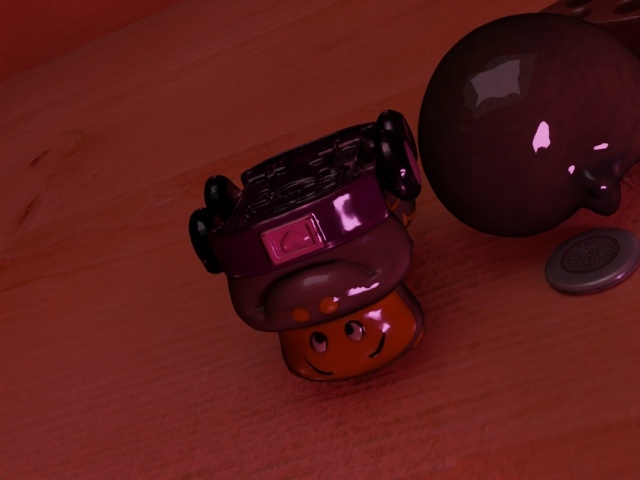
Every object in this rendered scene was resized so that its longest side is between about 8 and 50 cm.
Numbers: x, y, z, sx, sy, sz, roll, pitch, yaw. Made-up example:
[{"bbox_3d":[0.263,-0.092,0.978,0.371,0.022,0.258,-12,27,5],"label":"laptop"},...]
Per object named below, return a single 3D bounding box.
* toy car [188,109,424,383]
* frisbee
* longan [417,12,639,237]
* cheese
[{"bbox_3d":[0.014,0.007,1.195,0.271,0.240,0.340,-20,18,13],"label":"toy car"},{"bbox_3d":[0.303,0.020,1.125,0.110,0.014,0.110,-23,29,13],"label":"frisbee"},{"bbox_3d":[0.253,-0.138,1.195,0.300,0.243,0.300,-13,52,17],"label":"longan"},{"bbox_3d":[0.427,-0.279,1.389,0.203,0.128,0.177,-27,30,-3],"label":"cheese"}]
